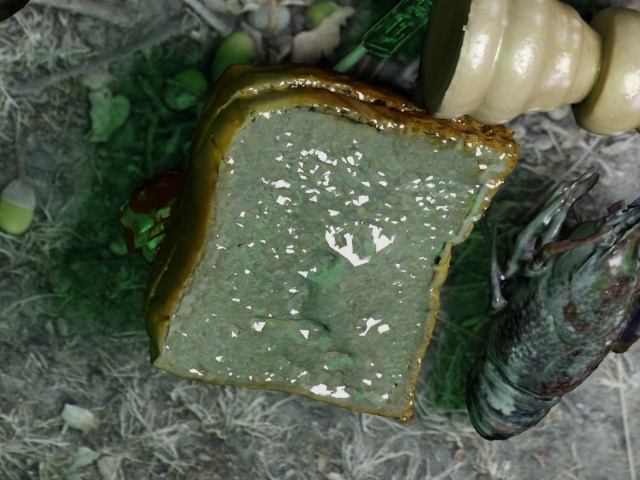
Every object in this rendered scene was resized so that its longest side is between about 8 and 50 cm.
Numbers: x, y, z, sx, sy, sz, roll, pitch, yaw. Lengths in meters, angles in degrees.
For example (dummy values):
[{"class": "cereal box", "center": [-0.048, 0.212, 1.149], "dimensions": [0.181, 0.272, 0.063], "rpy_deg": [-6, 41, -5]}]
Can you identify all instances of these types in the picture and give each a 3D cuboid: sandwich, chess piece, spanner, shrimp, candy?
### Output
[{"class": "sandwich", "center": [0.000, 0.000, 1.569], "dimensions": [0.271, 0.099, 0.301], "rpy_deg": [9, 118, -22]}, {"class": "chess piece", "center": [0.220, -0.145, 1.491], "dimensions": [0.261, 0.142, 0.142], "rpy_deg": [10, 117, -12]}, {"class": "spanner", "center": [0.149, -0.260, 1.503], "dimensions": [0.093, 0.026, 0.325], "rpy_deg": [43, 114, -12]}, {"class": "shrimp", "center": [0.207, 0.028, 1.561], "dimensions": [0.172, 0.137, 0.372], "rpy_deg": [30, 121, 4]}, {"class": "candy", "center": [-0.064, -0.075, 1.596], "dimensions": [0.288, 0.078, 0.084], "rpy_deg": [-39, 95, 17]}]

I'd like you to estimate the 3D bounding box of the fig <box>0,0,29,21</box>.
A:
[{"class": "fig", "center": [-0.308, -0.243, 1.529], "dimensions": [0.156, 0.123, 0.123], "rpy_deg": [8, 122, 43]}]
